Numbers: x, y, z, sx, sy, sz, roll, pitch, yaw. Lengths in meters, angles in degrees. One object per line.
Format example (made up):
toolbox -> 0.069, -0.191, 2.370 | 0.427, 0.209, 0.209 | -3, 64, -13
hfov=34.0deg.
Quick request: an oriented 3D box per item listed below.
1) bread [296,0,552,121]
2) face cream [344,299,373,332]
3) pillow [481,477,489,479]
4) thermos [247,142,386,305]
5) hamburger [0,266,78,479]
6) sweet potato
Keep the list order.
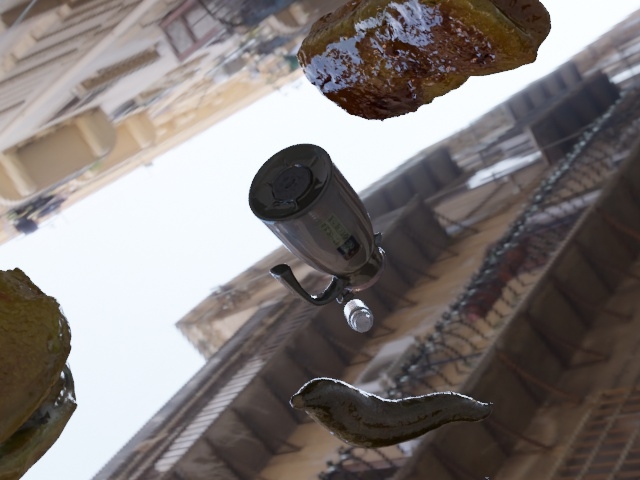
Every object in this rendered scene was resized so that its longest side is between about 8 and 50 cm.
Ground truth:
bread -> 0.087, -0.178, 0.965 | 0.139, 0.271, 0.077 | 34, -111, -23
face cream -> 0.051, 0.101, 1.380 | 0.034, 0.130, 0.034 | 0, -86, -2
pillow -> 0.174, 0.375, 1.114 | 0.185, 0.302, 0.074 | -20, -62, -14
thermos -> 0.000, 0.000, 1.188 | 0.137, 0.105, 0.193 | -57, -41, -16
hamburger -> -0.314, 0.154, 0.896 | 0.157, 0.144, 0.283 | 31, -131, 22
sweet potato -> 0.070, 0.184, 1.091 | 0.250, 0.059, 0.069 | 10, -75, -26
